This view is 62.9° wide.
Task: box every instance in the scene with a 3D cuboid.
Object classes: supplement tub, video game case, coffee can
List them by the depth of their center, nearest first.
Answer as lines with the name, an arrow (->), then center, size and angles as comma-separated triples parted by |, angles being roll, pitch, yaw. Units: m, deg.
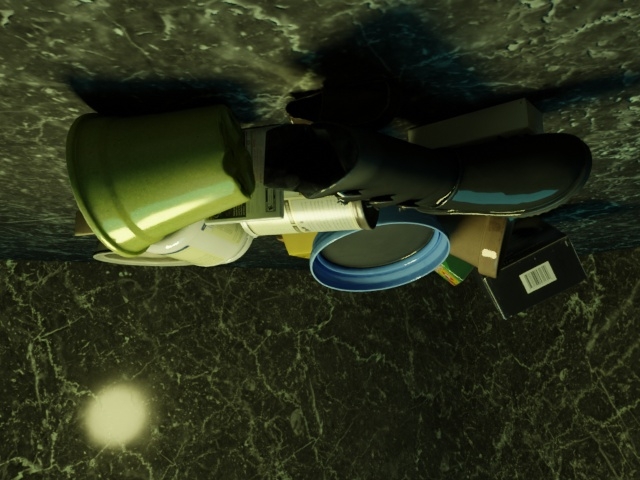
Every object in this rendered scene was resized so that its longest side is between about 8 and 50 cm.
video game case -> -0.157, -0.131, 1.066 | 0.173, 0.190, 0.022 | -4, 173, 18
coffee can -> -0.025, -0.115, 1.138 | 0.275, 0.202, 0.201 | -3, 170, 18
supplement tub -> -0.322, -0.060, 1.330 | 0.235, 0.235, 0.325 | -3, 168, 16

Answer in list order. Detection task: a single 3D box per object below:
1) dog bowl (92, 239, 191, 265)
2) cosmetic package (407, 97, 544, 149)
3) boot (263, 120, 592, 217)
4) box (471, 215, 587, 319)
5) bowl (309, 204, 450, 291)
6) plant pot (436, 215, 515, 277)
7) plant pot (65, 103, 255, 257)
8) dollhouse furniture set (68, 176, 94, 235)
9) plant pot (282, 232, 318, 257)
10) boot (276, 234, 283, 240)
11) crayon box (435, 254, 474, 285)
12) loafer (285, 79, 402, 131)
dog bowl -> -0.634, 0.001, 1.976 | 0.407, 0.150, 0.408 | 0, 170, 0
cosmetic package -> 0.301, -0.207, 1.031 | 0.239, 0.060, 0.099 | -8, 167, 40
boot -> 0.181, -0.126, 0.858 | 0.367, 0.146, 0.445 | -12, 166, 44
box -> 0.684, 0.079, 1.804 | 0.296, 0.183, 0.294 | -29, -166, 8
bowl -> 0.161, 0.025, 1.459 | 0.391, 0.077, 0.391 | -6, 150, -3
plant pot -> 0.464, -0.036, 1.620 | 0.229, 0.263, 0.263 | 15, 177, 22
plant pot -> -0.267, -0.130, 0.964 | 0.253, 0.276, 0.276 | -13, 169, 9
dollhouse furniture set -> -0.509, -0.069, 1.403 | 0.151, 0.198, 0.301 | -4, 169, 15
plant pot -> -0.002, -0.044, 1.617 | 0.212, 0.187, 0.212 | -7, 169, 31
boot -> 0.000, 0.000, 1.912 | 0.283, 0.109, 0.220 | -19, 133, 28
crayon box -> 0.377, 0.023, 1.823 | 0.318, 0.081, 0.202 | 40, 177, 12
loafer -> 0.031, -0.219, 0.879 | 0.220, 0.080, 0.078 | -7, 169, 34
